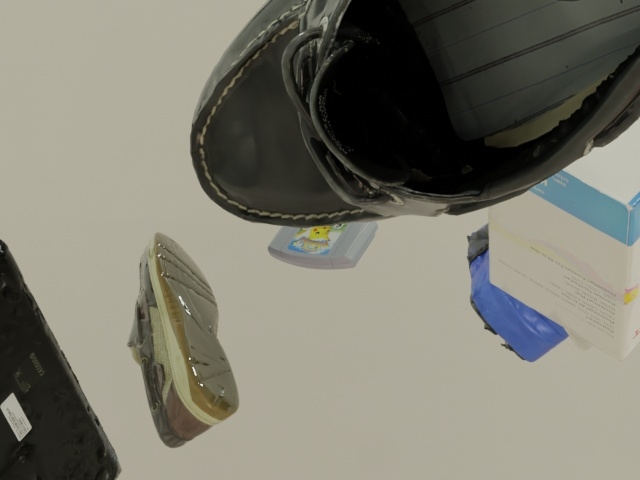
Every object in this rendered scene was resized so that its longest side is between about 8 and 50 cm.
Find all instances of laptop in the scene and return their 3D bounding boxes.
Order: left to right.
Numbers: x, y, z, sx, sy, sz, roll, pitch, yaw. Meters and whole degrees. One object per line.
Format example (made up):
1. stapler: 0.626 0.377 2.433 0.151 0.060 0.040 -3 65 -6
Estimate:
1. laptop: -0.285 0.149 1.172 0.136 0.234 0.264 20 56 33

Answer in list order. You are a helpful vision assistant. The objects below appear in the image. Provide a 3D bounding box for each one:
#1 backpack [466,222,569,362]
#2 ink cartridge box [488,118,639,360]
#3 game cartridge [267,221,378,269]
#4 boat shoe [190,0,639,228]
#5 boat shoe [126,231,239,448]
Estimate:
1. backpack: 0.174 0.030 1.534 0.098 0.101 0.120 41 30 -16
2. ink cartridge box: 0.146 -0.017 0.962 0.090 0.143 0.092 32 60 27
3. game cartridge: 0.000 0.000 1.539 0.083 0.017 0.056 7 49 31
4. boat shoe: 0.045 -0.069 0.764 0.340 0.127 0.113 -14 14 41
5. boat shoe: -0.127 0.081 1.552 0.080 0.073 0.223 39 19 -37
